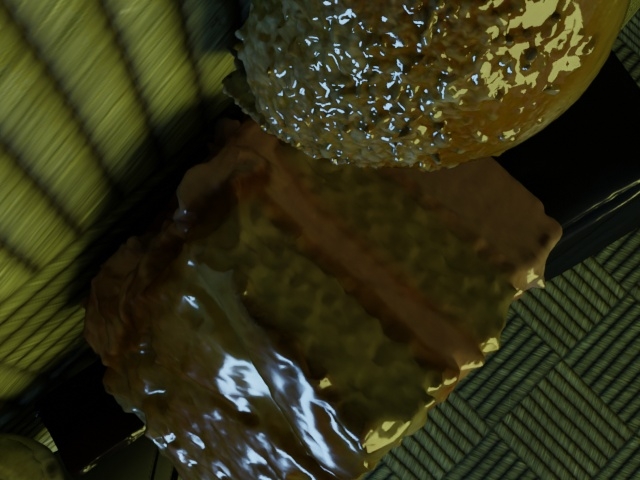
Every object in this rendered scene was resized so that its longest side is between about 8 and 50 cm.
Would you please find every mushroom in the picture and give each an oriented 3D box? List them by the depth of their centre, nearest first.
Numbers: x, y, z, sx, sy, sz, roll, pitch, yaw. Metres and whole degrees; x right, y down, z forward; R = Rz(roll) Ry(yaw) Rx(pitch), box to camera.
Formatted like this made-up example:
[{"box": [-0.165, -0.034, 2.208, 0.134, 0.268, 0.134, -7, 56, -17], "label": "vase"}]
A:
[{"box": [-0.314, 0.264, 0.874, 0.154, 0.154, 0.122, -44, 176, 3], "label": "mushroom"}]

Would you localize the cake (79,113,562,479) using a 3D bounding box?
[{"box": [-0.008, 0.043, 0.778, 0.307, 0.293, 0.314, -43, 178, -37], "label": "cake"}]

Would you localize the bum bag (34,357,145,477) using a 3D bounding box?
[{"box": [-0.235, 0.176, 0.945, 0.109, 0.026, 0.159, -35, -151, -16], "label": "bum bag"}]

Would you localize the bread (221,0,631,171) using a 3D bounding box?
[{"box": [0.052, -0.127, 0.479, 0.171, 0.192, 0.314, -41, 172, -31], "label": "bread"}]

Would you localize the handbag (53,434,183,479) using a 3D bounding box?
[{"box": [-0.246, 0.322, 1.021, 0.359, 0.160, 0.236, -28, -144, 22], "label": "handbag"}]

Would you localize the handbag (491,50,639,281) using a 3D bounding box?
[{"box": [0.167, -0.106, 0.900, 0.275, 0.301, 0.178, -38, 161, 26], "label": "handbag"}]
